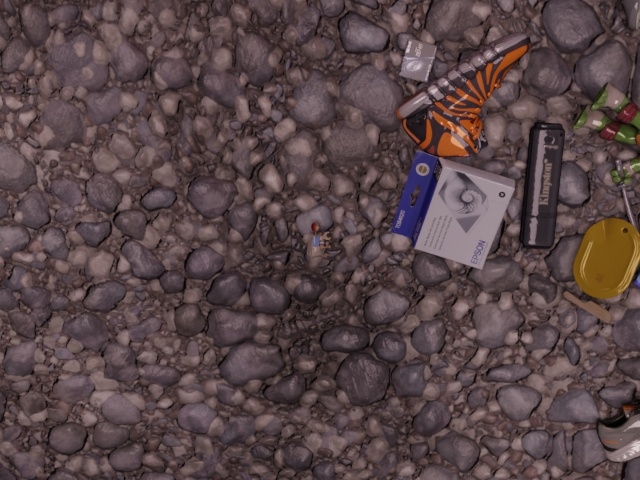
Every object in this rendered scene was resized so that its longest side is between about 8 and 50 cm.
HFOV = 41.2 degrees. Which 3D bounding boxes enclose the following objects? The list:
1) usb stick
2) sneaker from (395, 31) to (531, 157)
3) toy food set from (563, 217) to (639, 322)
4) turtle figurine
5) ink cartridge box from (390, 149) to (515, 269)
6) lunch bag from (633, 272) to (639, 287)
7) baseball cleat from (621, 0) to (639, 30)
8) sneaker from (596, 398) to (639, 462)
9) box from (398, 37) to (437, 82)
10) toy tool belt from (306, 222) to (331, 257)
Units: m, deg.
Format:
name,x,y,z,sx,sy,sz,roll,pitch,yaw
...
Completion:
name,x,y,z,sx,sy,sz,roll,pitch,yaw
usb stick,0.484,-0.117,1.861,0.077,0.045,0.278,4,101,7
sneaker,0.335,-0.296,1.819,0.321,0.124,0.180,-33,100,23
toy food set,0.628,0.057,1.872,0.128,0.071,0.218,26,102,26
turtle figurine,0.649,-0.179,1.751,0.266,0.198,0.275,33,100,4
ink cartridge box,0.284,-0.064,1.864,0.224,0.045,0.223,17,123,5
lunch bag,0.839,0.064,1.825,0.293,0.138,0.221,33,102,14
baseball cleat,0.619,-0.536,1.758,0.109,0.072,0.206,1,97,21
sneaker,0.747,0.397,1.904,0.271,0.100,0.108,-30,91,12
box,0.212,-0.391,1.856,0.067,0.018,0.083,17,103,3
toy tool belt,0.000,0.000,1.952,0.051,0.052,0.083,2,107,-25
